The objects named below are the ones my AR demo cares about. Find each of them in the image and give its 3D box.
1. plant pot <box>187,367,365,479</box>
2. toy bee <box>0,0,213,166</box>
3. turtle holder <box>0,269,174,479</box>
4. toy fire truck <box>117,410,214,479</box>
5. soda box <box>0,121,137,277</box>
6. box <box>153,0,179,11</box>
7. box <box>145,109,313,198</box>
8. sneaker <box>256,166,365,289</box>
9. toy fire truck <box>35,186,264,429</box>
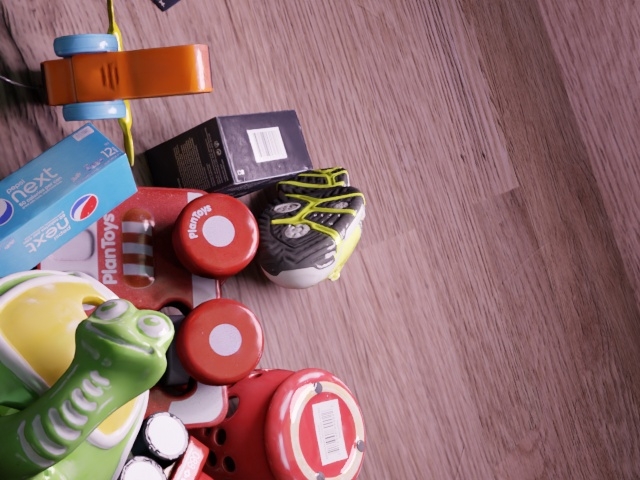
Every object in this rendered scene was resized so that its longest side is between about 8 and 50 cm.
[{"bbox_3d":[-0.053,0.258,0.974,0.191,0.174,0.191,18,64,-41],"label":"plant pot"},{"bbox_3d":[-0.269,-0.202,0.891,0.162,0.298,0.195,-83,-170,-79],"label":"toy bee"},{"bbox_3d":[-0.270,0.127,0.663,0.243,0.320,0.227,33,52,6],"label":"turtle holder"},{"bbox_3d":[-0.152,0.341,0.783,0.246,0.158,0.217,40,33,-14],"label":"toy fire truck"},{"bbox_3d":[-0.304,-0.031,0.801,0.067,0.071,0.210,40,65,21],"label":"soda box"},{"bbox_3d":[-0.181,-0.457,1.014,0.184,0.261,0.103,43,49,-30],"label":"box"},{"bbox_3d":[-0.126,-0.110,1.030,0.156,0.158,0.093,-17,90,-50],"label":"box"},{"bbox_3d":[0.000,0.000,1.048,0.384,0.145,0.147,-72,154,-72],"label":"sneaker"},{"bbox_3d":[-0.213,0.074,0.894,0.254,0.169,0.302,1,76,-21],"label":"toy fire truck"}]
